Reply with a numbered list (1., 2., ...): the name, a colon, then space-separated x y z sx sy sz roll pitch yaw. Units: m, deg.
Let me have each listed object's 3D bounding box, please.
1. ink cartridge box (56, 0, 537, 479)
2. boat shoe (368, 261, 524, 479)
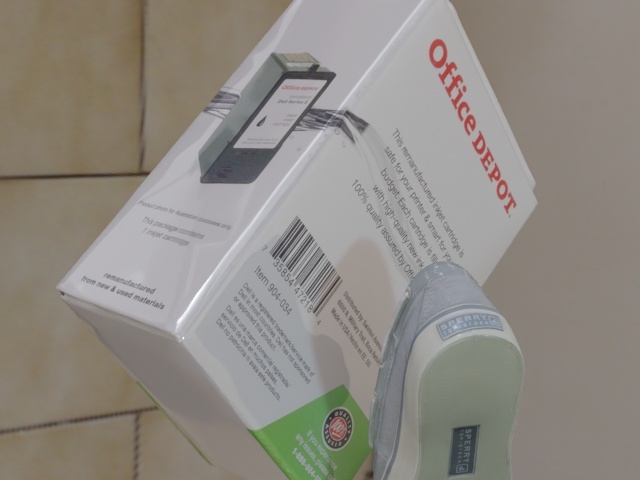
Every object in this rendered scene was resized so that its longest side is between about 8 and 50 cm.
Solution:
1. ink cartridge box: 0.000 0.000 0.826 0.273 0.115 0.198 -53 135 -23
2. boat shoe: 0.068 0.108 0.753 0.079 0.081 0.227 -3 131 -10
